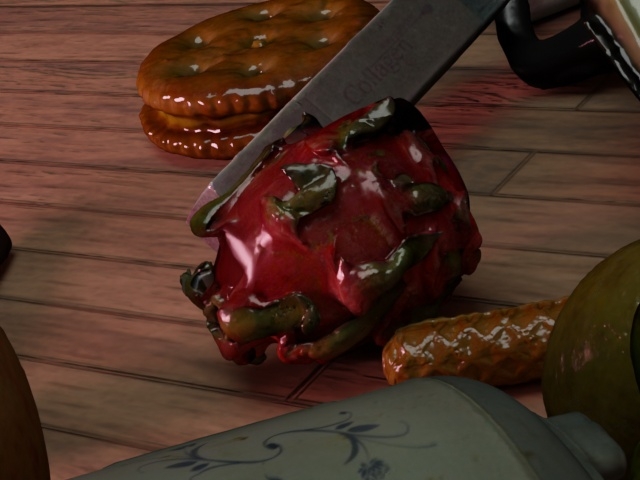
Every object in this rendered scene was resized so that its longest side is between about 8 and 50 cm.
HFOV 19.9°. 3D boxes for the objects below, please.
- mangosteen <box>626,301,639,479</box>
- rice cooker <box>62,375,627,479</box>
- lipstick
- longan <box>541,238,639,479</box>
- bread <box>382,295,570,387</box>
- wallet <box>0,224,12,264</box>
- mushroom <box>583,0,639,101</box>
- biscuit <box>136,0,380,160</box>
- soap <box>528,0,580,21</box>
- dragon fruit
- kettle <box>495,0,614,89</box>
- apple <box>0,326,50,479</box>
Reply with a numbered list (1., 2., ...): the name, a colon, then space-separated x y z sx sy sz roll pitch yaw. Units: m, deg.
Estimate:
1. mangosteen: 0.266 0.064 0.699 0.311 0.311 0.311 -15 27 8
2. rice cooker: -0.025 0.190 0.642 0.316 0.317 0.264 -22 58 -6
3. lipstick: 0.028 -0.104 1.331 0.317 0.066 0.068 -47 -1 -31
4. longan: 0.188 0.077 0.895 0.145 0.176 0.154 13 -18 -33
5. bread: 0.111 0.061 1.059 0.157 0.044 0.052 -11 22 13
6. wallet: -0.339 0.033 1.338 0.182 0.049 0.229 11 31 4
7. mushroom: 0.298 -0.159 1.169 0.247 0.130 0.344 -42 61 -2
8. biscuit: -0.047 -0.140 1.519 0.220 0.066 0.220 -12 27 6
9. soap: 0.226 -0.256 1.561 0.198 0.067 0.119 -22 25 -8
10. dragon fruit: 0.000 0.000 1.131 0.172 0.160 0.166 -28 49 -17
11. kettle: 0.253 -0.249 1.370 0.250 0.207 0.271 -2 60 6
12. apple: -0.320 0.156 0.866 0.400 0.334 0.400 -9 46 10
